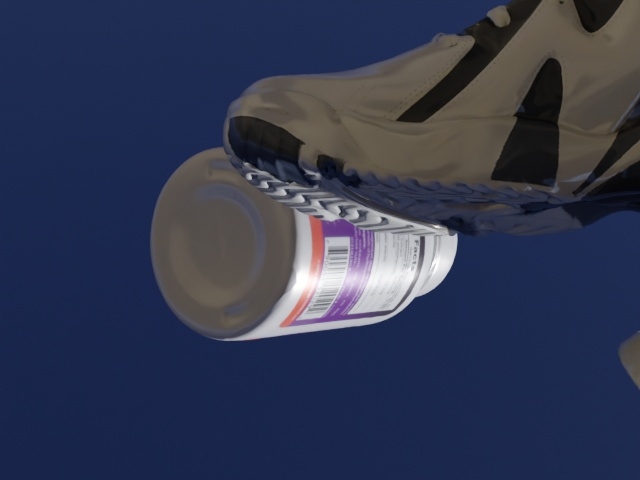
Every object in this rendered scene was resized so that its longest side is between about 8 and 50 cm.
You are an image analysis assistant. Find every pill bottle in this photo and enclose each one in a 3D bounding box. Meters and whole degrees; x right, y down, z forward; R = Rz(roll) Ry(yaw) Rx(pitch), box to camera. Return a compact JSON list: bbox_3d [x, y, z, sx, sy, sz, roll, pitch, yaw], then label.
[{"bbox_3d":[0.000,0.000,0.807,0.108,0.108,0.193,33,-161,31],"label":"pill bottle"}]

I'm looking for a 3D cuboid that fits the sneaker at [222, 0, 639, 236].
[{"bbox_3d":[0.084,-0.083,0.492,0.234,0.094,0.153,1,-101,-1],"label":"sneaker"}]

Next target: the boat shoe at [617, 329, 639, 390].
[{"bbox_3d":[0.217,0.056,0.497,0.091,0.302,0.114,-48,-125,22],"label":"boat shoe"}]
